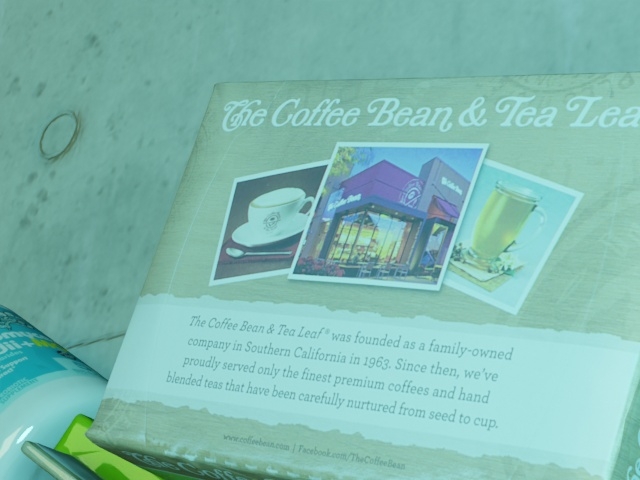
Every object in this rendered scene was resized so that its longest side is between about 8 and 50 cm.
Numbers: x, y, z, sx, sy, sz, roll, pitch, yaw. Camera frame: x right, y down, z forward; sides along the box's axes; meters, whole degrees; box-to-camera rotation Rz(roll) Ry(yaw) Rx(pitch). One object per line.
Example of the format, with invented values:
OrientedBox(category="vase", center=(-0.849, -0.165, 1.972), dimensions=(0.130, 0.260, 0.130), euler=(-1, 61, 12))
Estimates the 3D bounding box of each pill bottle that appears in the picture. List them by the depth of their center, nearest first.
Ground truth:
OrientedBox(category="pill bottle", center=(-0.245, 0.133, 1.421), dimensions=(0.264, 0.146, 0.146), euler=(27, 85, 48))

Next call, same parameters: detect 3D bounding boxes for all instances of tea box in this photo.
OrientedBox(category="tea box", center=(0.121, 0.077, 0.987), dimensions=(0.329, 0.323, 0.220), euler=(3, 67, 44))

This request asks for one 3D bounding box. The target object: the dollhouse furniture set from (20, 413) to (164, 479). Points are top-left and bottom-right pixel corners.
OrientedBox(category="dollhouse furniture set", center=(-0.037, 0.063, 1.222), dimensions=(0.197, 0.151, 0.301), euler=(33, 89, 24))
